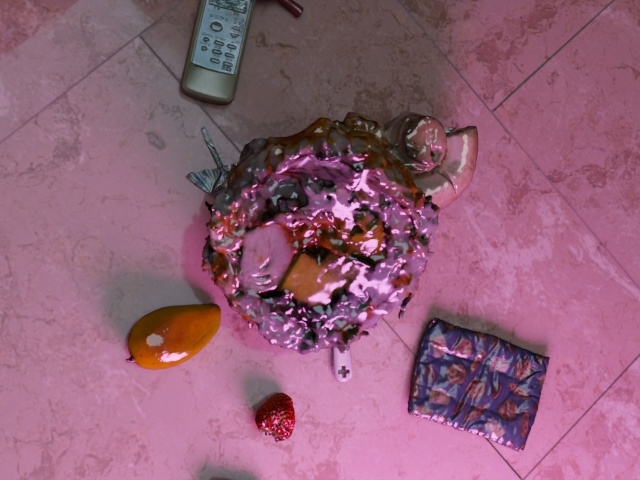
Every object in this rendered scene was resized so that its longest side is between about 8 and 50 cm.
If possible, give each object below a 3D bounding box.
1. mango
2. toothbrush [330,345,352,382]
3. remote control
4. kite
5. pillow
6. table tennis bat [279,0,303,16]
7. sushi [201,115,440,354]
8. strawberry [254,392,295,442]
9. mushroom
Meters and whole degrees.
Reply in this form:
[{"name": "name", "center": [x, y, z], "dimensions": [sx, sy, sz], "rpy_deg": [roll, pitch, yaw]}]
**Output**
[{"name": "mango", "center": [-0.248, 0.159, 1.760], "dimensions": [0.187, 0.066, 0.101], "rpy_deg": [-21, 90, -25]}, {"name": "toothbrush", "center": [0.032, 0.044, 1.856], "dimensions": [0.042, 0.040, 0.418], "rpy_deg": [-2, 84, -12]}, {"name": "remote control", "center": [-0.181, -0.361, 1.853], "dimensions": [0.098, 0.038, 0.234], "rpy_deg": [14, 79, -13]}, {"name": "kite", "center": [-0.174, -0.132, 1.842], "dimensions": [0.137, 0.005, 0.153], "rpy_deg": [-14, 87, -18]}, {"name": "pillow", "center": [0.289, 0.263, 1.898], "dimensions": [0.255, 0.034, 0.189], "rpy_deg": [20, 79, -12]}, {"name": "table tennis bat", "center": [-0.093, -0.461, 1.880], "dimensions": [0.154, 0.019, 0.098], "rpy_deg": [37, 41, -20]}, {"name": "sushi", "center": [0.001, 0.004, 1.709], "dimensions": [0.417, 0.176, 0.418], "rpy_deg": [-2, 115, -5]}, {"name": "strawberry", "center": [-0.074, 0.300, 1.784], "dimensions": [0.073, 0.073, 0.083], "rpy_deg": [27, 64, -10]}, {"name": "mushroom", "center": [0.160, -0.131, 1.832], "dimensions": [0.253, 0.195, 0.189], "rpy_deg": [0, 94, -13]}]
